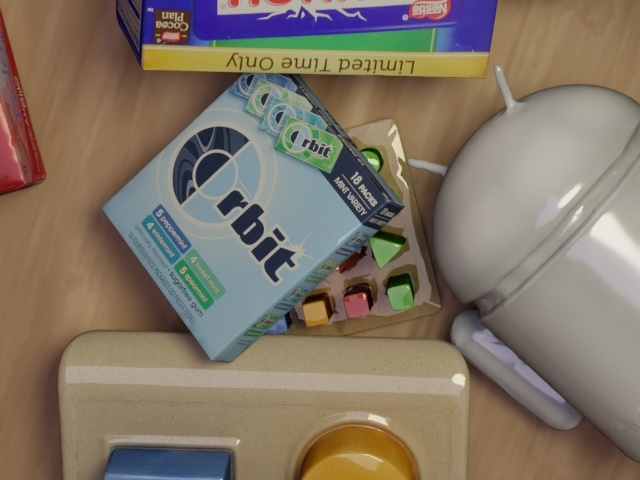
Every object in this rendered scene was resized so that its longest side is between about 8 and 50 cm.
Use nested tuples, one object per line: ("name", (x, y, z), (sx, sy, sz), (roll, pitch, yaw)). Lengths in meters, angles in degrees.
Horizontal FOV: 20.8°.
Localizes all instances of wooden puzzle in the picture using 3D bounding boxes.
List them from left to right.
("wooden puzzle", (-0.047, 0.250, 1.376), (0.322, 0.080, 0.348), (1, 105, 4))

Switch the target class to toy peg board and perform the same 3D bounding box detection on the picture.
("toy peg board", (0.000, 0.000, 1.374), (0.160, 0.079, 0.161), (-14, 94, 5))

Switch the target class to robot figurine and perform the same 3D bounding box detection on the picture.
("robot figurine", (0.227, 0.024, 1.299), (0.353, 0.200, 0.300), (42, 121, 0))

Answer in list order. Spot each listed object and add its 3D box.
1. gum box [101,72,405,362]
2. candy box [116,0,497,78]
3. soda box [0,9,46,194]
("gum box", (-0.054, -0.025, 1.332), (0.184, 0.041, 0.157), (-43, 70, 13))
("candy box", (0.000, -0.281, 1.246), (0.268, 0.122, 0.317), (-1, 119, -14))
("soda box", (-0.295, -0.160, 1.371), (0.083, 0.092, 0.263), (-15, 94, 4))
